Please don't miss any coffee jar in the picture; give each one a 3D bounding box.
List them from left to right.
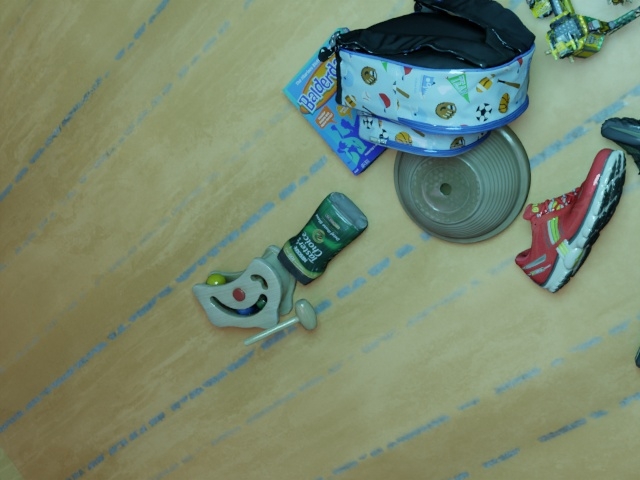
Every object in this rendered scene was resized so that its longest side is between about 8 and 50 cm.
[{"bbox_3d":[0.000,0.000,1.379,0.096,0.079,0.184,45,121,6],"label":"coffee jar"}]

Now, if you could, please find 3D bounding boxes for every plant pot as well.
[{"bbox_3d":[0.227,-0.099,1.218,0.237,0.110,0.237,8,110,22],"label":"plant pot"}]

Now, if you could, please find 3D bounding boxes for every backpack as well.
[{"bbox_3d":[0.179,-0.244,1.083,0.263,0.276,0.213,19,134,41],"label":"backpack"}]

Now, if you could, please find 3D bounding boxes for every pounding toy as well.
[{"bbox_3d":[-0.143,0.108,1.441,0.270,0.155,0.154,-2,111,27],"label":"pounding toy"}]

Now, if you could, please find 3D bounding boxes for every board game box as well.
[{"bbox_3d":[0.055,-0.246,1.286,0.210,0.047,0.160,49,121,4],"label":"board game box"}]

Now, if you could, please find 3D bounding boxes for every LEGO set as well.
[{"bbox_3d":[0.376,-0.392,0.945,0.331,0.192,0.254,-15,86,45],"label":"LEGO set"}]

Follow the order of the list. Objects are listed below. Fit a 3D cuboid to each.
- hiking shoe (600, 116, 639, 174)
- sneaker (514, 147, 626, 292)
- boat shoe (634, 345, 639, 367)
[{"bbox_3d":[0.515,-0.100,1.091,0.227,0.086,0.114,33,117,13],"label":"hiking shoe"},{"bbox_3d":[0.385,-0.035,1.147,0.118,0.107,0.279,36,134,23],"label":"sneaker"},{"bbox_3d":[0.562,0.113,1.161,0.079,0.084,0.233,50,139,48],"label":"boat shoe"}]
